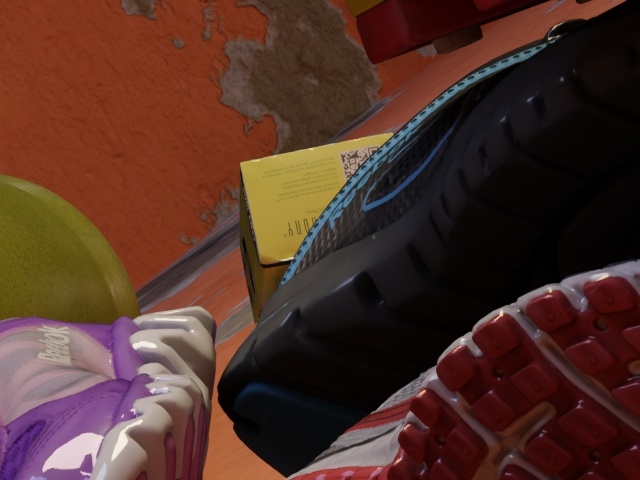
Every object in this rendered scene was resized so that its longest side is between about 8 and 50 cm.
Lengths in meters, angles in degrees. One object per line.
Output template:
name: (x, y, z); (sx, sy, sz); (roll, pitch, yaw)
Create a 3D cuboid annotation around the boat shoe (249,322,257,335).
boat shoe: (-0.005, 0.057, 1.023); (0.059, 0.063, 0.170); (-40, -4, -15)

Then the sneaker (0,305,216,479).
sneaker: (-0.085, 0.071, 0.575); (0.104, 0.095, 0.236); (8, 7, -4)

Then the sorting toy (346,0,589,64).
sorting toy: (0.122, -0.131, 0.532); (0.255, 0.089, 0.257); (-21, 2, -14)

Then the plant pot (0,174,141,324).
plant pot: (-0.282, 0.090, 1.184); (0.366, 0.366, 0.353); (-34, -7, 19)

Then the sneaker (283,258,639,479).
sneaker: (0.059, 0.048, 0.481); (0.225, 0.088, 0.092); (-30, 6, 47)

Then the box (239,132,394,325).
box: (0.000, 0.000, 1.104); (0.087, 0.058, 0.232); (-12, -11, -4)

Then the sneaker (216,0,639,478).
sneaker: (0.089, -0.029, 0.597); (0.341, 0.125, 0.140); (-29, 30, 48)
